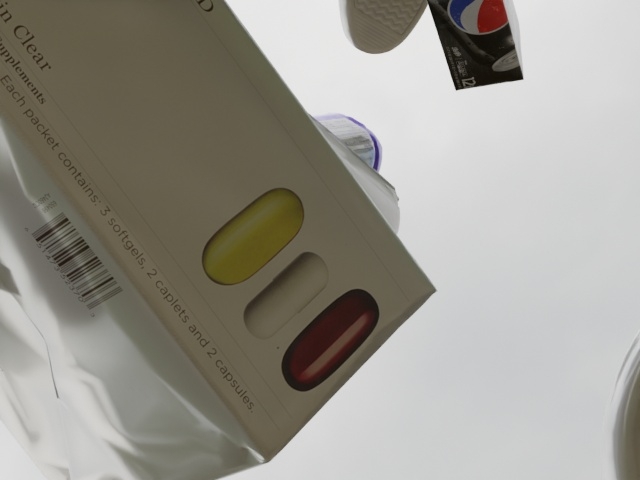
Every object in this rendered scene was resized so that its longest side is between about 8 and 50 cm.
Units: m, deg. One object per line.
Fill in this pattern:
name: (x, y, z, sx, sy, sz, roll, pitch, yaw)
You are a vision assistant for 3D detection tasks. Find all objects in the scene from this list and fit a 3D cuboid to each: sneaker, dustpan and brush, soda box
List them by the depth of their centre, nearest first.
soda box: (0.103, -0.182, 1.138, 0.053, 0.060, 0.169, -9, -36, 13)
dustpan and brush: (0.000, 0.000, 1.211, 0.060, 0.211, 0.147, -39, -60, 23)
sneaker: (0.044, -0.300, 1.526, 0.094, 0.151, 0.256, 5, -90, -24)

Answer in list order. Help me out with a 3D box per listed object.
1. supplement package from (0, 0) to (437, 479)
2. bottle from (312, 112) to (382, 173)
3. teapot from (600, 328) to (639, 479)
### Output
supplement package: (-0.110, -0.012, 0.829, 0.262, 0.204, 0.145, 53, -128, -8)
bottle: (-0.038, -0.060, 1.566, 0.283, 0.092, 0.118, -15, -45, -63)
teapot: (0.273, 0.127, 0.855, 0.256, 0.252, 0.187, -43, -22, 1)
